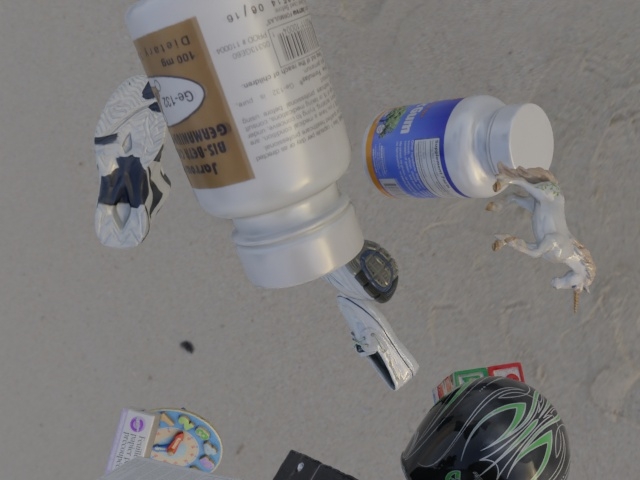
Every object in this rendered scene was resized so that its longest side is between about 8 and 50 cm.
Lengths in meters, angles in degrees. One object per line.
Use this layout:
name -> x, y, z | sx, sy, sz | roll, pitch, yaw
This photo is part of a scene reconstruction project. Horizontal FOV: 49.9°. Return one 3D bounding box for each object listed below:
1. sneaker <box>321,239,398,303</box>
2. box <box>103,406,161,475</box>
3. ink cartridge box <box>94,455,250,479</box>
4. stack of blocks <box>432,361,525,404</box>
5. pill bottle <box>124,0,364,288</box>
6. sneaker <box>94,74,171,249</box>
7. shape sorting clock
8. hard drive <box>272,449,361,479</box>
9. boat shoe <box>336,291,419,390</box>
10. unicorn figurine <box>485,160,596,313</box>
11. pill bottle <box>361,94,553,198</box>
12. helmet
sneaker -> 0.000, 0.000, 1.153 | 0.129, 0.111, 0.297 | -18, 115, 50
box -> -0.369, 0.471, 1.256 | 0.063, 0.067, 0.324 | 13, 80, 1
ink cartridge box -> -0.215, 0.331, 0.807 | 0.232, 0.189, 0.066 | 0, 102, 38
stack of blocks -> 0.227, 0.278, 0.969 | 0.087, 0.297, 0.171 | -9, 74, 1
pill bottle -> -0.048, -0.086, 0.534 | 0.131, 0.131, 0.229 | -7, 112, 32
sneaker -> -0.261, -0.112, 0.978 | 0.094, 0.153, 0.235 | 2, 99, -9
shape sorting clock -> -0.303, 0.424, 1.407 | 0.206, 0.040, 0.206 | 2, 115, 3
hard drive -> 0.118, 0.320, 0.657 | 0.237, 0.064, 0.338 | 44, 156, -25
boat shoe -> 0.101, 0.195, 1.340 | 0.226, 0.076, 0.083 | 47, 154, -4
unicorn figurine -> 0.234, -0.008, 0.725 | 0.111, 0.060, 0.162 | 4, 80, -12
pill bottle -> 0.205, -0.140, 1.048 | 0.272, 0.152, 0.153 | 2, 110, 50
helmet -> 0.183, 0.226, 0.735 | 0.161, 0.169, 0.169 | -43, 83, 9
